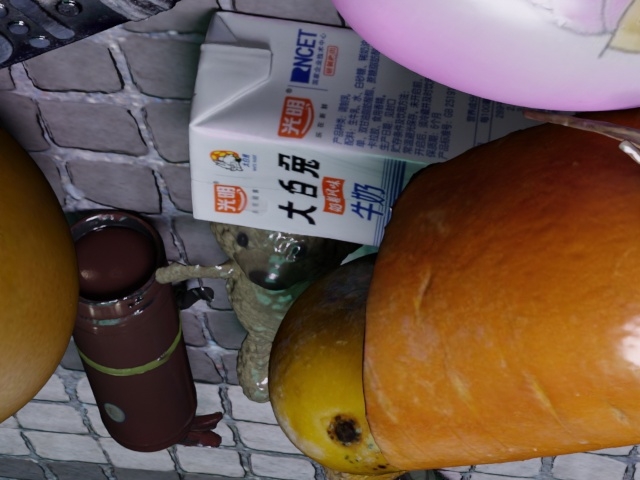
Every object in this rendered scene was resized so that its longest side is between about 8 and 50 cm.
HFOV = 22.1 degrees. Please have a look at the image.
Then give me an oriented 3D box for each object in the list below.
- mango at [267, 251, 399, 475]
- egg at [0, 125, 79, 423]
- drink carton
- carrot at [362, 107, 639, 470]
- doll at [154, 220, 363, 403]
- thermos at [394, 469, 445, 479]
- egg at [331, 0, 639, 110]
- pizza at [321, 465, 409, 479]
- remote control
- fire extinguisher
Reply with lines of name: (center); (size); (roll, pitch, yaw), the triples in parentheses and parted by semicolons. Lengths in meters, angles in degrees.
mango: (0.099, 0.071, 1.206); (0.193, 0.316, 0.146); (21, 123, 43)
egg: (-0.349, 0.012, 1.194); (0.351, 0.282, 0.282); (17, 150, -12)
drink carton: (0.067, -0.062, 1.129); (0.315, 0.106, 0.130); (8, 149, 1)
carrot: (0.171, 0.016, 0.938); (0.331, 0.193, 0.214); (-9, 103, 36)
doll: (-0.045, 0.046, 1.327); (0.202, 0.091, 0.286); (28, 145, -16)
thermos: (0.124, 0.300, 1.783); (0.083, 0.073, 0.187); (-12, 145, 30)
egg: (0.124, -0.161, 0.850); (0.271, 0.196, 0.196); (20, 150, -4)
pizza: (0.053, 0.181, 1.608); (0.147, 0.069, 0.226); (-19, 149, 5)
remote control: (-0.190, -0.167, 1.075); (0.266, 0.066, 0.090); (-14, 157, 27)
fire extinguisher: (-0.154, 0.104, 1.481); (0.141, 0.105, 0.341); (6, 148, 8)
